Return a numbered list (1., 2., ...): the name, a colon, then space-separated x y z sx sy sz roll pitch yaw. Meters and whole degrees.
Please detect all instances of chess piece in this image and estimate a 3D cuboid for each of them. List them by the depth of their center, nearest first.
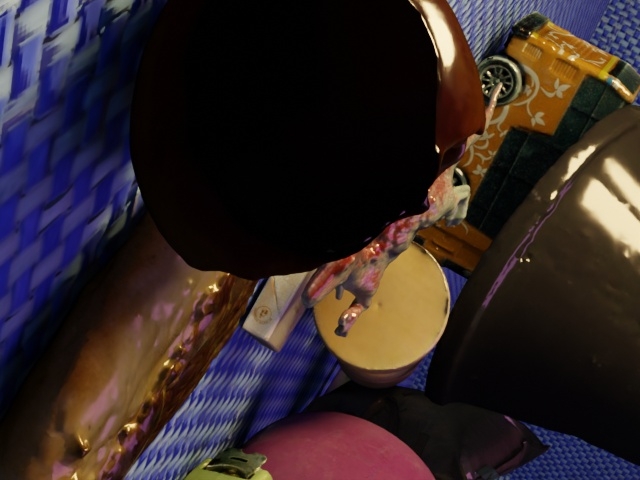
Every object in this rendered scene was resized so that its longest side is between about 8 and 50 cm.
1. chess piece: 0.059 0.086 1.170 0.117 0.117 0.397 -59 172 -8

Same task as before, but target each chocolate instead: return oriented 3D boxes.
1. chocolate: -0.006 -0.041 0.425 0.133 0.124 0.127 157 -51 -74

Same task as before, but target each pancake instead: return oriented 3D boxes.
1. pancake: -0.102 0.082 0.553 0.266 0.057 0.244 -56 179 1

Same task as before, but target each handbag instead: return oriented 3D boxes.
1. handbag: 0.089 0.217 1.283 0.182 0.270 0.117 -18 112 -51

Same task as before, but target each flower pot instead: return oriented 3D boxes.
1. flower pot: 0.314 0.078 1.161 0.379 0.251 0.379 -41 151 -28

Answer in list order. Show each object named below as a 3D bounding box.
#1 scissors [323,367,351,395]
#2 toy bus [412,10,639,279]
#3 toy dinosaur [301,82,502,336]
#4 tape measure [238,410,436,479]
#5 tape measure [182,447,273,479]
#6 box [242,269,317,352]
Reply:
1. scissors: -0.005 0.222 1.449 0.256 0.030 0.125 -57 171 -5
2. toy bus: 0.216 -0.086 1.279 0.275 0.167 0.138 -64 170 23
3. toy dinosaur: 0.070 -0.034 0.867 0.242 0.053 0.167 -51 165 -8
4. tape measure: 0.007 0.279 1.043 0.231 0.245 0.149 -47 -179 38
5. tape measure: -0.085 0.274 0.904 0.154 0.087 0.177 -39 124 -51
6. box: 0.000 0.000 0.847 0.167 0.024 0.090 -59 171 -8
